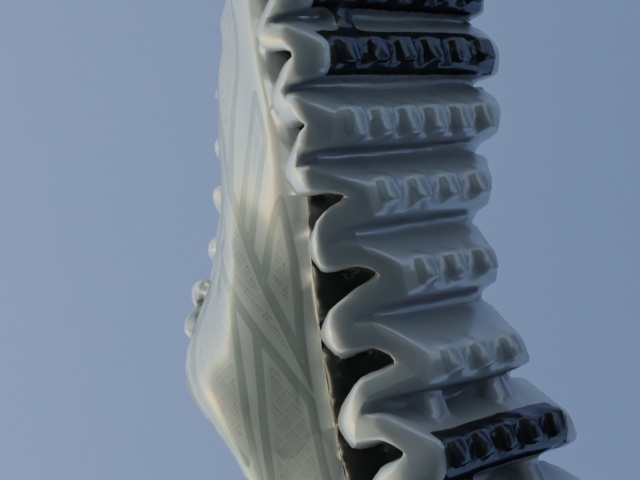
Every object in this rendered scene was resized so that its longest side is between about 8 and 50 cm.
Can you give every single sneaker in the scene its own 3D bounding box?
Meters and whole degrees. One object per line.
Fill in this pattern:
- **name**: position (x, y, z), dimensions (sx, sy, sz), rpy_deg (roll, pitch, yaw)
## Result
- **sneaker**: position (0.000, 0.000, 0.642), dimensions (0.118, 0.110, 0.292), rpy_deg (-18, -103, 38)
